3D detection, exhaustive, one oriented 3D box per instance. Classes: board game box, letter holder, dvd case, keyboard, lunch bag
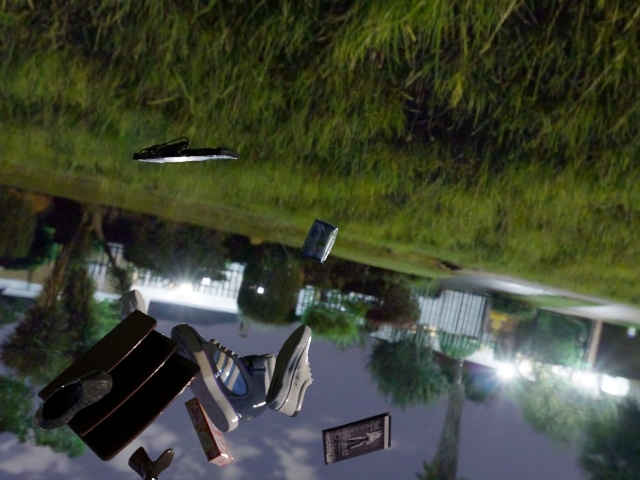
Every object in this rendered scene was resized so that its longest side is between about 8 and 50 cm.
[{"bbox_3d":[-0.338,0.584,1.770,0.193,0.045,0.146,58,173,26],"label":"board game box"},{"bbox_3d":[-0.473,0.341,1.400,0.214,0.302,0.152,13,138,46],"label":"letter holder"},{"bbox_3d":[0.115,0.619,1.819,0.221,0.164,0.018,-11,-144,-10],"label":"dvd case"},{"bbox_3d":[-0.253,-0.168,1.076,0.192,0.038,0.100,-1,-178,18],"label":"keyboard"},{"bbox_3d":[0.000,0.000,1.929,0.096,0.128,0.151,26,-177,9],"label":"lunch bag"}]

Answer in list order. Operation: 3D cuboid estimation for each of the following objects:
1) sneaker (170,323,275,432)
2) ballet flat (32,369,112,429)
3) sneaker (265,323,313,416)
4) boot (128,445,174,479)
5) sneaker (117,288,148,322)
[{"bbox_3d":[-0.245,0.338,1.609,0.236,0.322,0.130,-26,173,-42],"label":"sneaker"},{"bbox_3d":[-0.370,0.229,0.846,0.173,0.057,0.049,-33,148,26],"label":"ballet flat"},{"bbox_3d":[-0.065,0.335,1.497,0.091,0.258,0.094,40,135,-19],"label":"sneaker"},{"bbox_3d":[-0.403,0.512,1.376,0.114,0.106,0.037,23,165,49],"label":"boot"},{"bbox_3d":[-0.645,0.279,2.014,0.094,0.212,0.080,-25,155,2],"label":"sneaker"}]
